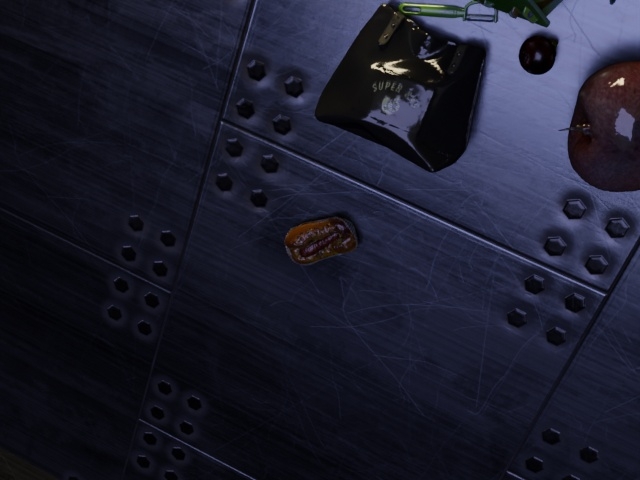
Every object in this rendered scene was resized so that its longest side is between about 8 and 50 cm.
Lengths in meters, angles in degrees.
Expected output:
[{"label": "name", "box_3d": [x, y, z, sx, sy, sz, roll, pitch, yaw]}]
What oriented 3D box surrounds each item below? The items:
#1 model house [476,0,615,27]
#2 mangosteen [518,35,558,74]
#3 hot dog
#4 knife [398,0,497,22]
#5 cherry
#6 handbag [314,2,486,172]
[{"label": "model house", "box_3d": [0.409, -0.592, 1.636, 0.324, 0.340, 0.300, -56, 44, 7]}, {"label": "mangosteen", "box_3d": [0.447, -0.378, 1.735, 0.081, 0.081, 0.081, 8, 115, 18]}, {"label": "hot dog", "box_3d": [0.000, 0.000, 2.079, 0.191, 0.059, 0.108, -18, 109, 24]}, {"label": "knife", "box_3d": [0.268, -0.491, 1.788, 0.212, 0.015, 0.054, 8, 114, 18]}, {"label": "cherry", "box_3d": [0.621, -0.222, 1.659, 0.307, 0.221, 0.261, 5, 123, 5]}, {"label": "handbag", "box_3d": [0.186, -0.329, 1.825, 0.342, 0.152, 0.288, 25, 107, 8]}]
